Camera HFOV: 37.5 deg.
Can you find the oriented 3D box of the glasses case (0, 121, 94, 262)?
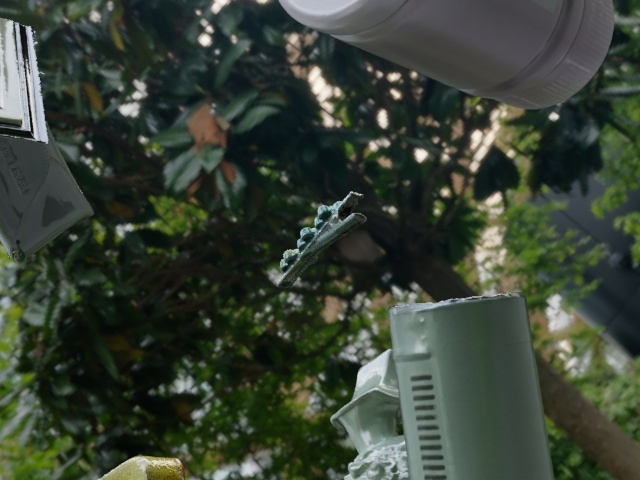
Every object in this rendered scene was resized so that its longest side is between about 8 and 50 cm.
[{"bbox_3d":[-0.383,-0.108,1.172,0.128,0.083,0.308,-24,-52,-13],"label":"glasses case"}]

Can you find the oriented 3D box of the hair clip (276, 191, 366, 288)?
[{"bbox_3d":[0.001,0.000,1.071,0.049,0.049,0.173,-21,-18,-46],"label":"hair clip"}]

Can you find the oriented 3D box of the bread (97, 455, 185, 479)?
[{"bbox_3d":[-0.294,0.407,1.449,0.094,0.102,0.245,19,-42,-39],"label":"bread"}]

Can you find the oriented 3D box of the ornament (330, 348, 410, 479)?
[{"bbox_3d":[0.083,0.277,1.302,0.120,0.285,0.130,26,-59,-23],"label":"ornament"}]

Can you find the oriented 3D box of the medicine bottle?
[{"bbox_3d":[0.093,-0.177,0.656,0.250,0.133,0.133,11,-59,-46],"label":"medicine bottle"}]

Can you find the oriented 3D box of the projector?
[{"bbox_3d":[0.121,0.208,0.682,0.108,0.337,0.108,-7,-8,-1],"label":"projector"}]

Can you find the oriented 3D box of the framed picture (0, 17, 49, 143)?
[{"bbox_3d":[-0.278,-0.123,0.604,0.199,0.195,0.010,7,-59,-24],"label":"framed picture"}]
